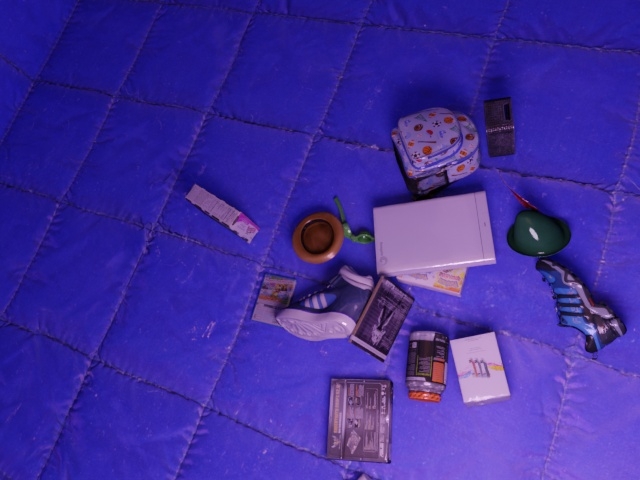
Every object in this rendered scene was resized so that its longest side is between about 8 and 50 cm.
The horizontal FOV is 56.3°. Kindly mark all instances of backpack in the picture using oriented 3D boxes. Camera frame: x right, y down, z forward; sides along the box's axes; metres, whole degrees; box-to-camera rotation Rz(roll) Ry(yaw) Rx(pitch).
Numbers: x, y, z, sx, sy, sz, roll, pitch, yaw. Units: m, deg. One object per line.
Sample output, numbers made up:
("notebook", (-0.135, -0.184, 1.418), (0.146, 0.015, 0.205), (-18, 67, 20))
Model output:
("backpack", (0.376, -0.301, 1.914), (0.263, 0.213, 0.276), (-16, 62, 1))

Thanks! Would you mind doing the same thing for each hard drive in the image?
("hard drive", (0.344, -0.019, 1.842), (0.353, 0.047, 0.233), (-8, 64, 15))

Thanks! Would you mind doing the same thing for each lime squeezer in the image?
("lime squeezer", (0.138, -0.033, 1.976), (0.310, 0.059, 0.110), (32, 52, 28))

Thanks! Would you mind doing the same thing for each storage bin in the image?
("storage bin", (0.562, -0.353, 1.875), (0.084, 0.180, 0.122), (-5, 68, 16))

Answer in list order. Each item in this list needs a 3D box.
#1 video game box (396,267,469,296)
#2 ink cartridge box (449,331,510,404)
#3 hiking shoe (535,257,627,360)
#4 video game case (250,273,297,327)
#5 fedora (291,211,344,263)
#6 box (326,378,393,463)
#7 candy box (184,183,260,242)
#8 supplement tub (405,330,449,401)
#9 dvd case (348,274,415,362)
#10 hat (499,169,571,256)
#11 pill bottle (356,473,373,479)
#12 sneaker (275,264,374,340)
("video game box", (0.359, 0.061, 1.856), (0.205, 0.048, 0.187), (13, 76, 23))
("ink cartridge box", (0.445, 0.362, 1.661), (0.127, 0.128, 0.176), (-13, 67, 13))
("hiking shoe", (0.692, 0.174, 1.662), (0.132, 0.113, 0.304), (-45, 55, 11))
("video game case", (-0.155, 0.199, 1.995), (0.119, 0.015, 0.166), (10, 73, 23))
("fedora", (0.000, 0.000, 1.985), (0.194, 0.079, 0.194), (-10, 61, 18))
("box", (0.117, 0.525, 1.749), (0.183, 0.056, 0.231), (-3, 68, 18))
("candy box", (-0.343, -0.095, 2.095), (0.233, 0.159, 0.071), (32, 83, 26))
("supplement tub", (0.305, 0.363, 1.715), (0.117, 0.117, 0.190), (2, 70, 20))
("dvd case", (0.186, 0.236, 1.786), (0.018, 0.164, 0.221), (14, 72, 51))
("hat", (0.607, -0.076, 1.722), (0.208, 0.183, 0.173), (7, 49, 33))
("pill bottle", (0.078, 0.749, 1.639), (0.208, 0.117, 0.117), (-47, 62, -3))
("sneaker", (0.028, 0.186, 1.883), (0.322, 0.130, 0.236), (-6, 42, 44))
